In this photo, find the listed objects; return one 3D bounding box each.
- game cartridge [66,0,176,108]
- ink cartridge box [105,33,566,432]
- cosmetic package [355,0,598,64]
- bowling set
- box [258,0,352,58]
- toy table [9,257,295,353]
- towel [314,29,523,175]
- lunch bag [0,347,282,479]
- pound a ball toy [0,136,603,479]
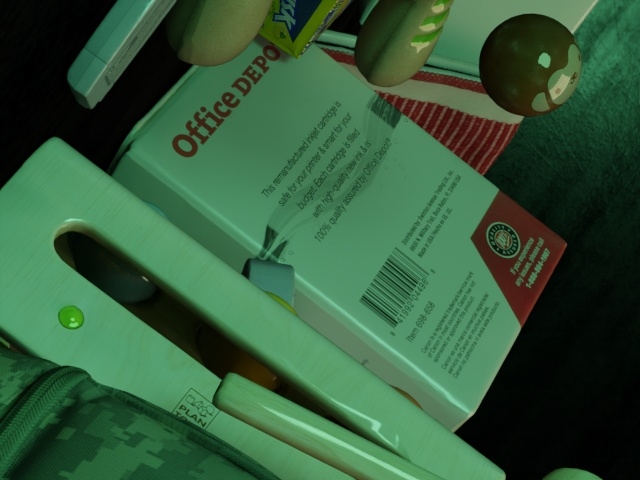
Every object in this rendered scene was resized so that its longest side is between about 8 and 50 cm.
[{"bbox_3d":[-0.084,-0.098,0.836,0.083,0.017,0.056,-54,-176,-6],"label":"game cartridge"},{"bbox_3d":[0.000,0.000,1.235,0.114,0.273,0.197,-49,-177,43],"label":"ink cartridge box"},{"bbox_3d":[0.177,-0.306,1.397,0.365,0.155,0.197,-54,-159,26],"label":"cosmetic package"},{"bbox_3d":[0.073,-0.170,0.943,0.287,0.200,0.154,-59,-179,-34],"label":"bowling set"},{"bbox_3d":[0.003,-0.186,1.272,0.059,0.054,0.169,-54,-179,31],"label":"box"},{"bbox_3d":[-0.116,0.124,1.078,0.252,0.161,0.274,-94,-165,-68],"label":"toy table"},{"bbox_3d":[-0.002,-0.043,1.458,0.329,0.237,0.037,126,-32,-50],"label":"towel"},{"bbox_3d":[-0.110,0.211,0.798,0.212,0.256,0.305,-55,154,-46],"label":"lunch bag"},{"bbox_3d":[-0.021,0.074,0.880,0.136,0.319,0.208,-54,180,-35],"label":"pound a ball toy"}]
